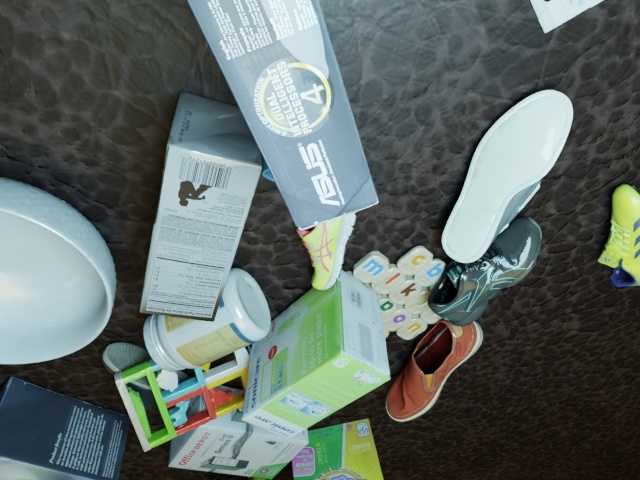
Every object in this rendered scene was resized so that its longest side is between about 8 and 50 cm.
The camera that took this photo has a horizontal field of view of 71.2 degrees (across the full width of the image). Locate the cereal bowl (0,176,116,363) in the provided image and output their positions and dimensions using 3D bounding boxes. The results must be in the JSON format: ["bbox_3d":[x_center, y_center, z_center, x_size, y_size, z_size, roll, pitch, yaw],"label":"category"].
[{"bbox_3d":[-0.492,0.035,0.691,0.339,0.141,0.338,-6,131,-7],"label":"cereal bowl"}]

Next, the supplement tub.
[{"bbox_3d":[-0.210,0.152,0.840,0.200,0.144,0.144,-25,129,11],"label":"supplement tub"}]

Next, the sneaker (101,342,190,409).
[{"bbox_3d":[-0.403,0.309,0.975,0.118,0.083,0.222,-31,126,20],"label":"sneaker"}]

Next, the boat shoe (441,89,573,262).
[{"bbox_3d":[0.319,-0.107,0.781,0.099,0.116,0.319,-23,142,-54],"label":"boat shoe"}]

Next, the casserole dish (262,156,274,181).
[{"bbox_3d":[-0.025,-0.123,0.657,0.114,0.188,0.036,-20,89,8],"label":"casserole dish"}]

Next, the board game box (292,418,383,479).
[{"bbox_3d":[0.052,0.664,1.204,0.242,0.316,0.064,-12,131,-2],"label":"board game box"}]

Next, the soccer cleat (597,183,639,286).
[{"bbox_3d":[0.630,0.005,0.915,0.121,0.093,0.289,-27,129,20],"label":"soccer cleat"}]

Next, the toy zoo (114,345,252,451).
[{"bbox_3d":[-0.258,0.307,0.957,0.293,0.030,0.192,-18,115,-22],"label":"toy zoo"}]

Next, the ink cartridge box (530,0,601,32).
[{"bbox_3d":[0.357,-0.387,0.583,0.179,0.045,0.145,-24,133,33],"label":"ink cartridge box"}]

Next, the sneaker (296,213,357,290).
[{"bbox_3d":[0.000,0.000,0.806,0.094,0.081,0.208,8,121,-8],"label":"sneaker"}]

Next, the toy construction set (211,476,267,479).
[{"bbox_3d":[-0.215,0.804,1.386,0.257,0.237,0.309,-57,141,-2],"label":"toy construction set"}]

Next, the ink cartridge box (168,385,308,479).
[{"bbox_3d":[-0.210,0.490,1.136,0.289,0.121,0.211,21,122,-25],"label":"ink cartridge box"}]

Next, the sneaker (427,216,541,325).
[{"bbox_3d":[0.320,0.061,0.879,0.106,0.101,0.267,24,111,-27],"label":"sneaker"}]

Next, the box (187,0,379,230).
[{"bbox_3d":[-0.060,-0.255,0.418,0.097,0.318,0.394,-20,131,5],"label":"box"}]

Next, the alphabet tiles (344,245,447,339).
[{"bbox_3d":[0.156,0.128,0.971,0.284,0.021,0.278,34,117,-32],"label":"alphabet tiles"}]

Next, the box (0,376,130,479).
[{"bbox_3d":[-0.664,0.502,1.022,0.296,0.182,0.294,-39,124,20],"label":"box"}]

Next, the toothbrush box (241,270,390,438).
[{"bbox_3d":[-0.015,0.223,0.875,0.122,0.206,0.283,33,123,-24],"label":"toothbrush box"}]

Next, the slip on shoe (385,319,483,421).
[{"bbox_3d":[0.248,0.307,1.070,0.101,0.123,0.331,15,120,-32],"label":"slip on shoe"}]

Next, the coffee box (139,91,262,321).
[{"bbox_3d":[-0.183,-0.040,0.671,0.119,0.168,0.297,11,127,-19],"label":"coffee box"}]
